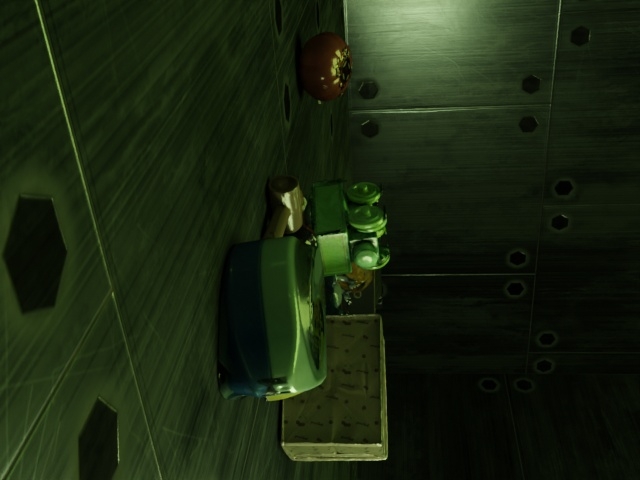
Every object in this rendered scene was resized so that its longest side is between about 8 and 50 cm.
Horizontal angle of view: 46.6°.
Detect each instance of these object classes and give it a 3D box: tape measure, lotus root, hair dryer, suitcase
[{"bbox_3d":[-0.068,0.126,1.194,0.259,0.138,0.262,54,36,-81],"label":"tape measure"},{"bbox_3d":[0.087,0.071,2.400,0.291,0.193,0.193,81,11,-51],"label":"lotus root"},{"bbox_3d":[-0.083,-0.034,1.461,0.182,0.064,0.117,-71,163,-49],"label":"hair dryer"},{"bbox_3d":[0.129,0.062,2.673,0.283,0.194,0.434,-82,169,-55],"label":"suitcase"}]

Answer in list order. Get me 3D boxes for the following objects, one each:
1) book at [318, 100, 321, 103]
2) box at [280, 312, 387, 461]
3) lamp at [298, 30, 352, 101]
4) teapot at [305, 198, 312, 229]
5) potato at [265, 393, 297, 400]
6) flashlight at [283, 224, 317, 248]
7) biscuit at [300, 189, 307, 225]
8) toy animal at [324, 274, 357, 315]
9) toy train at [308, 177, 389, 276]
[{"bbox_3d":[-0.010,-0.513,2.322,0.172,0.012,0.118,60,30,-78],"label":"book"},{"bbox_3d":[0.035,0.331,1.675,0.190,0.225,0.297,78,12,-63],"label":"box"},{"bbox_3d":[0.006,-0.462,1.971,0.182,0.140,0.182,10,90,-68],"label":"lamp"},{"bbox_3d":[0.014,-0.045,2.076,0.149,0.111,0.108,90,18,-45],"label":"teapot"},{"bbox_3d":[-0.051,0.213,1.436,0.182,0.117,0.202,-75,164,-57],"label":"potato"},{"bbox_3d":[-0.064,0.051,1.501,0.232,0.092,0.093,-68,156,-61],"label":"flashlight"},{"bbox_3d":[-0.040,0.034,1.852,0.340,0.047,0.216,82,11,-45],"label":"biscuit"},{"bbox_3d":[0.013,0.131,1.997,0.255,0.176,0.239,37,-56,41],"label":"toy animal"},{"bbox_3d":[0.068,-0.035,1.796,0.272,0.188,0.159,-94,176,-53],"label":"toy train"}]
